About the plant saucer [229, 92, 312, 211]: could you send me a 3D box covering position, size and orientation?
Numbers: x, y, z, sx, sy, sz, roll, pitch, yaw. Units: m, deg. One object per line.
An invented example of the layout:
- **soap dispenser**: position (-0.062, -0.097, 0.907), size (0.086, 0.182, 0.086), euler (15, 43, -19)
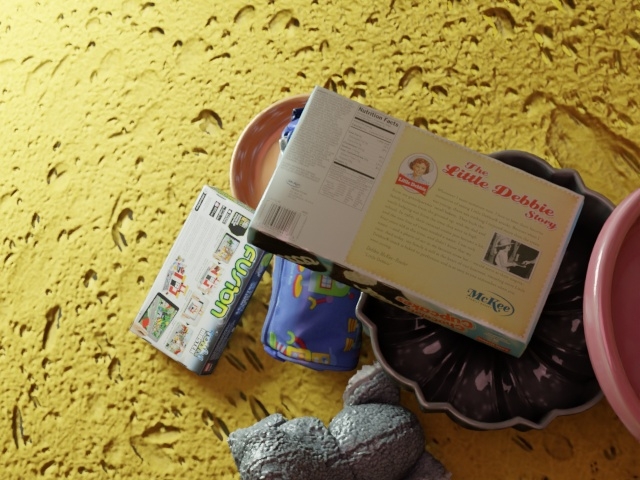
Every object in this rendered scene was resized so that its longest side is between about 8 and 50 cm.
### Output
- **plant saucer**: position (-0.013, -0.083, 1.900), size (0.200, 0.037, 0.200), euler (-3, 76, 13)

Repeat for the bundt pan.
- **bundt pan**: position (0.196, 0.068, 1.735), size (0.331, 0.124, 0.331), euler (1, 70, -3)

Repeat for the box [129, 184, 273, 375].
- **box**: position (-0.139, 0.049, 1.881), size (0.114, 0.036, 0.207), euler (31, 99, 19)

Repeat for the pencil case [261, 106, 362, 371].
- **pencil case**: position (0.000, 0.000, 1.794), size (0.133, 0.119, 0.306), euler (4, 95, -23)

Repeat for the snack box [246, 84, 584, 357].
- **snack box**: position (0.104, -0.022, 1.664), size (0.322, 0.060, 0.187), euler (23, 70, 5)

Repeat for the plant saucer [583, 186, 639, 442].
- **plant saucer**: position (0.407, 0.093, 1.652), size (0.332, 0.084, 0.332), euler (7, 75, -27)

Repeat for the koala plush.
- **koala plush**: position (0.024, 0.254, 1.747), size (0.221, 0.203, 0.196), euler (-23, 73, -4)
